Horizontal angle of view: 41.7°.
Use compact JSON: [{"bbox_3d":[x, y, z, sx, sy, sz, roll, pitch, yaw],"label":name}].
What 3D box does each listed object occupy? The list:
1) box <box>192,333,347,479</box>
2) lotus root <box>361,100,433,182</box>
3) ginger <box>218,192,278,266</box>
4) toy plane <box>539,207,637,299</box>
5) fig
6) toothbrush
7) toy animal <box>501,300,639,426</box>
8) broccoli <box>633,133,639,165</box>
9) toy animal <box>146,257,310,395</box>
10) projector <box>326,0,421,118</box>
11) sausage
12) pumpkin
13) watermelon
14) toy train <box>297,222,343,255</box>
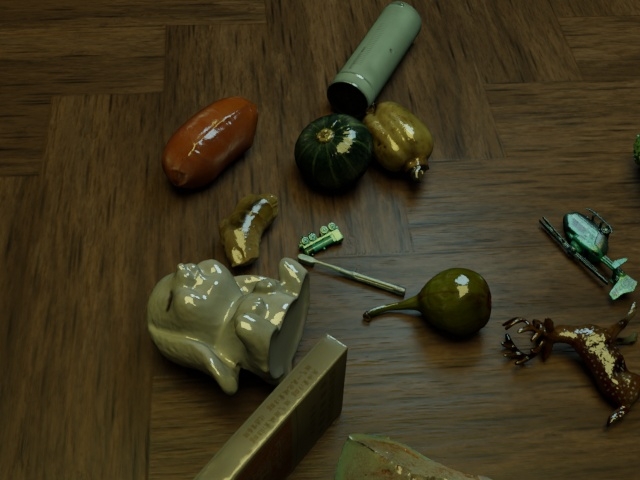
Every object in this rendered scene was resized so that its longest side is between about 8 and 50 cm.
[{"bbox_3d":[-0.086,0.325,1.276,0.051,0.204,0.365,31,56,21],"label":"box"},{"bbox_3d":[0.169,-0.206,1.779,0.118,0.125,0.221,10,38,-54],"label":"lotus root"},{"bbox_3d":[-0.142,-0.022,1.642,0.095,0.069,0.190,16,53,16],"label":"ginger"},{"bbox_3d":[0.538,0.015,1.656,0.096,0.060,0.235,-28,54,-14],"label":"toy plane"},{"bbox_3d":[0.195,0.121,1.541,0.236,0.124,0.124,-11,48,18],"label":"fig"},{"bbox_3d":[0.059,0.066,1.614,0.220,0.019,0.016,17,54,10],"label":"toothbrush"},{"bbox_3d":[0.478,0.199,1.487,0.260,0.087,0.243,-18,53,-21],"label":"toy animal"},{"bbox_3d":[0.773,-0.140,1.753,0.254,0.186,0.302,18,10,16],"label":"broccoli"},{"bbox_3d":[-0.172,0.140,1.443,0.265,0.206,0.271,8,35,15],"label":"toy animal"},{"bbox_3d":[0.129,-0.426,1.959,0.108,0.108,0.337,22,53,14],"label":"projector"},{"bbox_3d":[-0.228,-0.209,1.754,0.133,0.133,0.258,31,56,21],"label":"sausage"},{"bbox_3d":[0.030,-0.184,1.744,0.167,0.125,0.167,-18,43,17],"label":"pumpkin"},{"bbox_3d":[0.170,0.434,1.261,0.322,0.188,0.175,33,12,29],"label":"watermelon"},{"bbox_3d":[0.000,0.000,1.660,0.092,0.029,0.045,-28,73,-19],"label":"toy train"}]
